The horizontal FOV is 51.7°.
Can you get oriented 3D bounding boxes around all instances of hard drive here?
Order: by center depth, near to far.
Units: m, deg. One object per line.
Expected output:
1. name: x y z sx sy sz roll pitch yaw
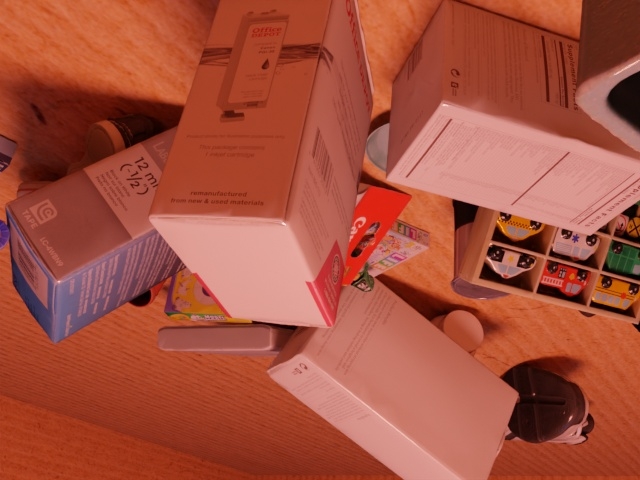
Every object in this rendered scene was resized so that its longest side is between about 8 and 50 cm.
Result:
1. hard drive: -0.128 0.206 1.331 0.233 0.047 0.353 -4 168 21

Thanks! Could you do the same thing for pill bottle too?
1. pill bottle: 0.241 0.204 1.287 0.108 0.108 0.180 12 151 -10

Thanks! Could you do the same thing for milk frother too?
1. milk frother: 0.231 -0.013 0.858 0.129 0.135 0.143 -4 150 18

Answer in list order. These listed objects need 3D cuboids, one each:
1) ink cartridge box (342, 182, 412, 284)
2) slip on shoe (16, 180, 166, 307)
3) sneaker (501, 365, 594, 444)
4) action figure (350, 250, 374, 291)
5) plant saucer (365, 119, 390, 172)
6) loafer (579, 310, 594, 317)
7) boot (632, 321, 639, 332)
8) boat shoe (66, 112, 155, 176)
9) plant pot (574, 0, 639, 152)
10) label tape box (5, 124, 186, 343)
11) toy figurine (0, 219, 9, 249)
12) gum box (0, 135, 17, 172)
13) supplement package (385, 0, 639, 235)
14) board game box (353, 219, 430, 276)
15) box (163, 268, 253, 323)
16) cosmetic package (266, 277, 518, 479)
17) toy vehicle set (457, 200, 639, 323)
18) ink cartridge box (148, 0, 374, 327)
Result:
1. ink cartridge box: 0.000 0.000 0.893 0.232 0.066 0.189 14 125 -31
2. slip on shoe: -0.357 0.010 1.070 0.123 0.101 0.331 -3 149 22
3. sneaker: 0.554 0.390 1.549 0.257 0.169 0.447 3 161 -11
4. action figure: -0.009 0.029 1.021 0.232 0.063 0.137 22 145 -25
5. plant saucer: 0.114 -0.118 0.809 0.119 0.021 0.119 6 151 3
6. loafer: 0.401 0.048 1.009 0.078 0.080 0.220 -25 144 30
7. boot: 0.511 0.102 0.872 0.260 0.131 0.348 -8 178 -32
8. boat shoe: -0.282 -0.093 0.885 0.081 0.068 0.227 57 142 1
9. plant pot: 0.323 -0.183 0.399 0.247 0.252 0.248 25 147 -29
10. label tape box: -0.217 -0.029 0.863 0.115 0.347 0.249 52 149 6
11. toy figurine: -0.433 -0.050 0.701 0.217 0.363 0.191 17 156 -15
12. gum box: -0.541 -0.124 0.924 0.157 0.041 0.184 30 145 -35
13. supplement package: 0.206 -0.117 0.672 0.244 0.134 0.139 14 151 -12
14. board game box: 0.084 0.010 1.048 0.103 0.026 0.154 21 149 -25
15. box: -0.179 0.092 1.175 0.179 0.105 0.043 1 152 9
16. cosmetic package: 0.132 0.252 1.152 0.385 0.217 0.156 41 145 -5
17. toy vehicle set: 0.313 -0.002 0.823 0.266 0.166 0.035 14 -174 -21
18. ink cartridge box: -0.034 -0.088 0.626 0.117 0.283 0.207 3 152 15
